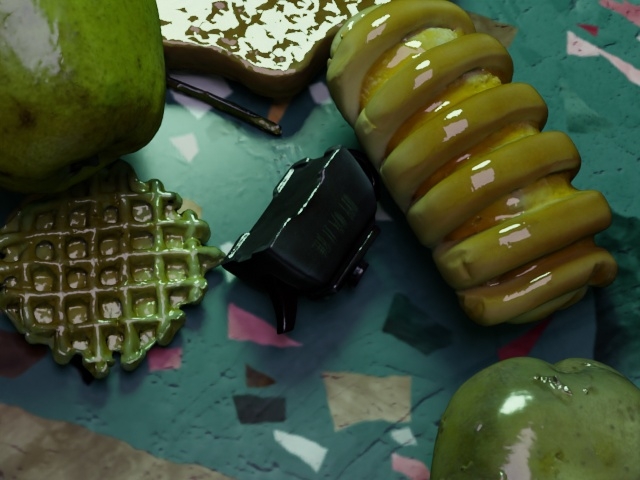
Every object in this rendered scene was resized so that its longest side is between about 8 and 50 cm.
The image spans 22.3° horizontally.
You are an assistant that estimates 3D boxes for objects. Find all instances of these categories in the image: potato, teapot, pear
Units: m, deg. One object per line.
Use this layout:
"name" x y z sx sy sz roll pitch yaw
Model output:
"potato" 0.167 0.223 1.224 0.191 0.141 0.296 18 59 -17
"teapot" 0.000 0.000 1.351 0.096 0.087 0.177 43 62 -17
"pear" -0.254 -0.180 1.313 0.253 0.253 0.307 -29 77 -21

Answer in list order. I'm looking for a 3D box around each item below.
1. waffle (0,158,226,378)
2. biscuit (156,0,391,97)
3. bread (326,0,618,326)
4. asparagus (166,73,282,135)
"waffle" -0.178 0.020 1.337 0.169 0.036 0.183 41 66 11
"biscuit" -0.074 -0.309 1.508 0.385 0.062 0.365 42 66 13
"bread" 0.126 -0.078 1.361 0.172 0.121 0.311 -21 72 -41
"asparagus" -0.109 -0.129 1.438 0.166 0.013 0.016 24 51 4
